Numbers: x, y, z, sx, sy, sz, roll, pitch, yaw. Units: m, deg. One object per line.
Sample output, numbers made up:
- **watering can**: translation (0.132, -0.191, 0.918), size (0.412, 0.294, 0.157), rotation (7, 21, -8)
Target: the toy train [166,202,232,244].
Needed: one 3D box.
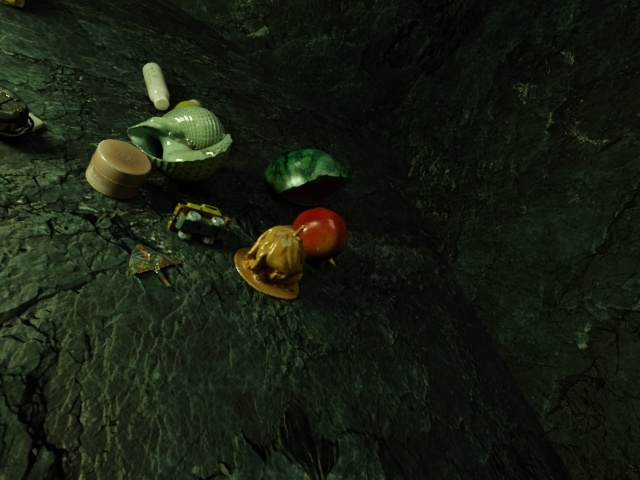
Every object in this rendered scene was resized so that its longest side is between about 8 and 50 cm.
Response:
- **toy train**: translation (-0.382, -0.063, 1.286), size (0.219, 0.089, 0.127), rotation (15, 28, -42)

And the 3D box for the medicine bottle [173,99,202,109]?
- **medicine bottle**: translation (-0.535, -0.506, 1.665), size (0.122, 0.122, 0.212), rotation (30, 30, -23)

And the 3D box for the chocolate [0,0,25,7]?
- **chocolate**: translation (-1.254, -0.984, 1.391), size (0.445, 0.162, 0.162), rotation (20, 35, -29)

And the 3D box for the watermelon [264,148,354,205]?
- **watermelon**: translation (-0.066, -0.275, 1.806), size (0.319, 0.292, 0.222), rotation (49, 23, -8)

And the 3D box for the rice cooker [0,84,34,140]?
- **rice cooker**: translation (-0.832, -0.336, 1.050), size (0.165, 0.106, 0.112), rotation (30, 43, -8)

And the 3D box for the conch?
- **conch**: translation (-0.463, -0.311, 1.399), size (0.319, 0.215, 0.303), rotation (-22, 57, -26)

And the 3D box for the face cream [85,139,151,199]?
- **face cream**: translation (-0.588, -0.207, 1.193), size (0.149, 0.104, 0.149), rotation (32, 29, -20)

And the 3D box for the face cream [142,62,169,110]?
- **face cream**: translation (-0.681, -0.638, 1.705), size (0.082, 0.082, 0.269), rotation (12, 41, -45)

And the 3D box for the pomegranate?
- **pomegranate**: translation (0.000, 0.000, 1.575), size (0.221, 0.221, 0.256), rotation (-4, 79, -54)

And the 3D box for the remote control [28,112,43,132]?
- **remote control**: translation (-0.904, -0.386, 1.120), size (0.261, 0.029, 0.067), rotation (35, 30, -19)

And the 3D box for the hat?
- **hat**: translation (-0.111, 0.037, 1.336), size (0.244, 0.233, 0.233), rotation (48, 29, 12)

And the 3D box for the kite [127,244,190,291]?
- **kite**: translation (-0.449, 0.067, 1.092), size (0.160, 0.010, 0.183), rotation (46, 24, 13)
